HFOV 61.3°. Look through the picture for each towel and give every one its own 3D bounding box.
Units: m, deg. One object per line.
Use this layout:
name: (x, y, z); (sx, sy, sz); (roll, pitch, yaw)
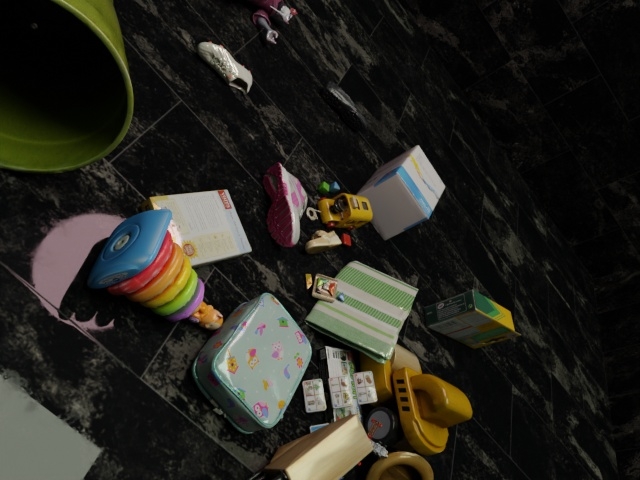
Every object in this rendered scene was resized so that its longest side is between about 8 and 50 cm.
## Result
towel: (0.129, 0.189, 1.546); (0.247, 0.038, 0.325); (25, 38, 11)

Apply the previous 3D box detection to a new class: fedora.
fedora: (0.193, 0.605, 1.388); (0.194, 0.194, 0.079); (46, 3, -21)

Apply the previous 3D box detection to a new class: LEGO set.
LEGO set: (0.061, 0.458, 1.323); (0.182, 0.060, 0.245); (-7, 64, -8)

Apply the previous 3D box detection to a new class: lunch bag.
lunch bag: (-0.142, 0.275, 1.198); (0.224, 0.107, 0.279); (54, 37, -16)

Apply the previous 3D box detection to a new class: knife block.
knife block: (-0.036, 0.479, 1.095); (0.088, 0.275, 0.242); (64, 7, 2)

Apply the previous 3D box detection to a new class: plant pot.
plant pot: (-0.522, -0.379, 0.991); (0.366, 0.366, 0.353); (29, 37, -37)

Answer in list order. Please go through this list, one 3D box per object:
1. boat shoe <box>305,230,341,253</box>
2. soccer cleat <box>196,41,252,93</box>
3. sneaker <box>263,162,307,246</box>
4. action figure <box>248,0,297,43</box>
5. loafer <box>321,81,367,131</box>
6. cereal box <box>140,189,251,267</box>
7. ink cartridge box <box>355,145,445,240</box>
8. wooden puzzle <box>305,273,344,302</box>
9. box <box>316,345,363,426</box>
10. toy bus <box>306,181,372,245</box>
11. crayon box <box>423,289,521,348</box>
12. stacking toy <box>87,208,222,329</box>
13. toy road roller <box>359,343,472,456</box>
boat shoe: (0.000, 0.000, 1.591); (0.170, 0.063, 0.059); (-7, 71, -62)
soccer cleat: (-0.275, -0.503, 1.573); (0.196, 0.068, 0.076); (28, 51, -41)
sneaker: (-0.083, -0.095, 1.511); (0.111, 0.103, 0.253); (18, 55, -42)
action figure: (-0.223, -0.835, 1.805); (0.275, 0.248, 0.370); (32, 4, 35)
loafer: (0.098, -0.501, 2.011); (0.223, 0.076, 0.078); (42, 48, -19)
cereal box: (-0.285, -0.027, 1.268); (0.240, 0.047, 0.173); (-13, 78, -53)
ink cartridge box: (0.290, -0.175, 1.933); (0.197, 0.198, 0.270); (53, 38, -11)
wooden puzzle: (0.012, 0.132, 1.511); (0.116, 0.014, 0.079); (12, 57, -12)
box: (0.051, 0.389, 1.420); (0.114, 0.036, 0.207); (20, 53, -43)
toy bus: (0.075, -0.099, 1.704); (0.191, 0.104, 0.202); (46, 39, -20)
crayon box: (0.550, 0.291, 1.948); (0.322, 0.203, 0.083); (28, 47, -38)
stacking toy: (-0.304, 0.099, 1.107); (0.302, 0.175, 0.166); (52, 30, -36)
toy road roller: (0.260, 0.408, 1.457); (0.202, 0.240, 0.330); (34, 36, -38)
